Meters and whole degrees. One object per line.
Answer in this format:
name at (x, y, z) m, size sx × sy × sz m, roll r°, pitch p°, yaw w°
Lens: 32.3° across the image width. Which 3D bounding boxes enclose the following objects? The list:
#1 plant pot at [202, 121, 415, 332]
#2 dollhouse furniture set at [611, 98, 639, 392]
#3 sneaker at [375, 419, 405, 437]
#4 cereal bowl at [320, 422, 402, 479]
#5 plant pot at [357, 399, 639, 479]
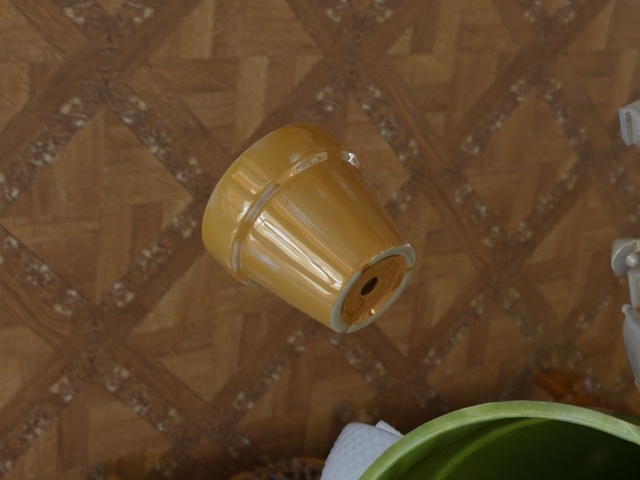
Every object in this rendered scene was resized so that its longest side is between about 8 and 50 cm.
plant pot at (0.000, 0.000, 1.271) m, size 0.205 × 0.188 × 0.205 m, roll -33°, pitch 148°, yaw -24°
dollhouse furniture set at (0.433, 0.010, 1.144) m, size 0.303 × 0.174 × 0.355 m, roll -24°, pitch 133°, yaw -3°
sneaker at (0.170, 0.438, 1.841) m, size 0.321 × 0.126 × 0.127 m, roll 43°, pitch 79°, yaw -21°
cereal bowl at (0.135, 0.342, 1.175) m, size 0.141 × 0.339 × 0.339 m, roll -56°, pitch 135°, yaw -17°
plant pot at (0.242, 0.278, 0.759) m, size 0.353 × 0.366 × 0.366 m, roll 1°, pitch 110°, yaw -50°
